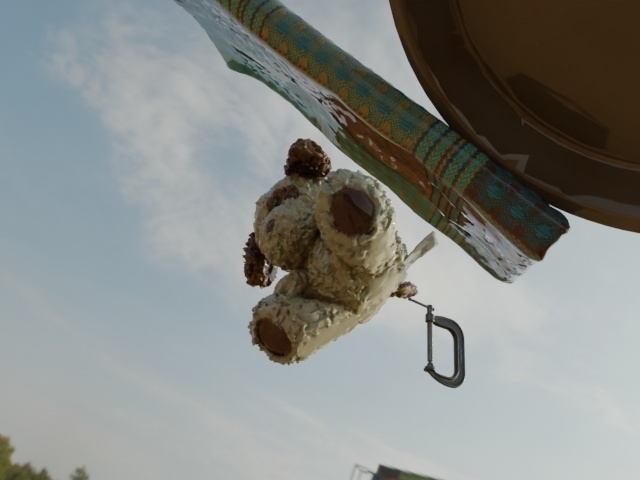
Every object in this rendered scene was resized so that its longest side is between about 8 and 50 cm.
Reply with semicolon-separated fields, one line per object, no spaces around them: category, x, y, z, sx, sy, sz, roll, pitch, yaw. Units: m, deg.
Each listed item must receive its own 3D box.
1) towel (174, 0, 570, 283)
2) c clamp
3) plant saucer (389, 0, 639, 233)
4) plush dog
towel;0.011;-0.098;0.467;0.370;0.040;0.271;42;4;16
c clamp;0.222;0.198;1.161;0.137;0.160;0.022;17;-32;-28
plant saucer;0.151;-0.130;0.249;0.278;0.041;0.277;23;-49;29
plush dog;0.000;0.000;0.796;0.225;0.211;0.262;45;-63;33
